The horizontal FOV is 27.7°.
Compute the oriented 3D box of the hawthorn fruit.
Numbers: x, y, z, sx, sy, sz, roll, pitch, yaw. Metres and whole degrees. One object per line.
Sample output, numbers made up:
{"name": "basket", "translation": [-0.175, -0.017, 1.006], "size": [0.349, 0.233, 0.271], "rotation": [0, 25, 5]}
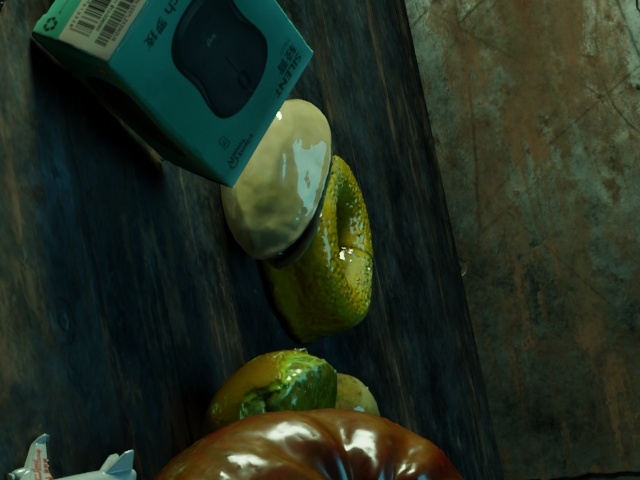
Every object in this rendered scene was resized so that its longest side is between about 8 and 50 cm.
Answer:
{"name": "hawthorn fruit", "translation": [-0.009, 0.372, 1.236], "size": [0.403, 0.403, 0.402], "rotation": [-12, 90, -73]}

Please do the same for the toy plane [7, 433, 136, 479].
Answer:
{"name": "toy plane", "translation": [-0.220, 0.222, 1.092], "size": [0.171, 0.162, 0.065], "rotation": [-20, 126, -39]}

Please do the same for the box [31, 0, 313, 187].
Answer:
{"name": "box", "translation": [-0.149, -0.216, 1.430], "size": [0.205, 0.118, 0.311], "rotation": [-57, 150, -9]}

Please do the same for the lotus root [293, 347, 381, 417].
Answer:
{"name": "lotus root", "translation": [0.011, 0.262, 1.701], "size": [0.140, 0.154, 0.256], "rotation": [-115, -175, -48]}

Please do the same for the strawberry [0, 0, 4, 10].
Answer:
{"name": "strawberry", "translation": [-0.315, -0.239, 1.135], "size": [0.192, 0.085, 0.140], "rotation": [41, 38, -66]}

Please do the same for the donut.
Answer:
{"name": "donut", "translation": [0.000, 0.000, 1.931], "size": [0.303, 0.110, 0.302], "rotation": [-11, 90, -73]}

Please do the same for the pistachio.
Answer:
{"name": "pistachio", "translation": [-0.057, -0.077, 1.734], "size": [0.157, 0.157, 0.229], "rotation": [37, 55, -65]}

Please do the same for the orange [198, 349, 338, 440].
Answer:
{"name": "orange", "translation": [-0.058, 0.248, 1.484], "size": [0.179, 0.159, 0.237], "rotation": [-7, 88, -67]}
